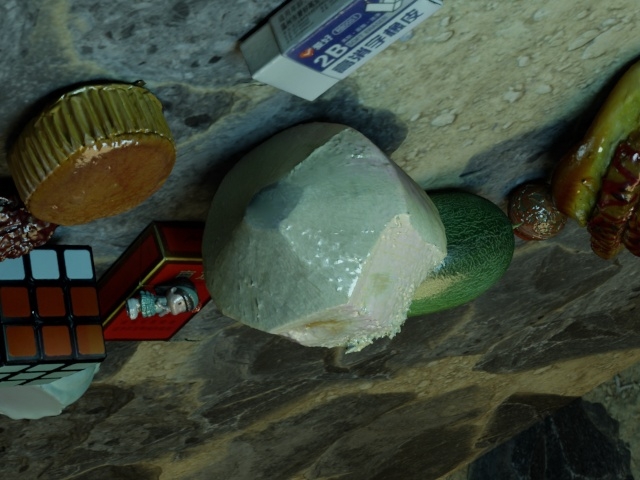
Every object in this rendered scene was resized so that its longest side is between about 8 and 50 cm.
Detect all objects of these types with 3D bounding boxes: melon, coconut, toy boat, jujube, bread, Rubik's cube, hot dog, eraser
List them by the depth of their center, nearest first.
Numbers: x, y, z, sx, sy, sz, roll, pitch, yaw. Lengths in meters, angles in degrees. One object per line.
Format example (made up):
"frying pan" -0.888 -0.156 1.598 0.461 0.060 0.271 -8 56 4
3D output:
"eraser" 0.023 -0.250 1.655 0.210 0.068 0.124 -34 154 27
"bread" -0.265 -0.095 1.688 0.199 0.104 0.199 -20 157 -9
"jujube" -0.398 -0.015 1.753 0.166 0.104 0.104 -5 151 -35
"Rubik's cube" -0.396 0.100 1.876 0.163 0.160 0.162 0 164 -40
"coconut" 0.000 0.000 1.896 0.297 0.297 0.309 -30 157 18
"toy boat" -0.434 0.195 2.110 0.199 0.100 0.290 -5 152 4
"hot dog" 0.477 -0.097 2.160 0.223 0.185 0.405 -40 159 -14
"melon" 0.179 0.017 2.201 0.288 0.182 0.182 -15 155 -12

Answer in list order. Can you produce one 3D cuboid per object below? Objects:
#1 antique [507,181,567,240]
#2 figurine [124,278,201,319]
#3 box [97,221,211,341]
"antique" 0.351 -0.048 2.308 0.104 0.104 0.104 -18 156 -9
"figurine" -0.221 0.088 2.010 0.106 0.047 0.060 -12 137 -8
"box" -0.232 0.065 2.088 0.153 0.074 0.240 7 143 -38
